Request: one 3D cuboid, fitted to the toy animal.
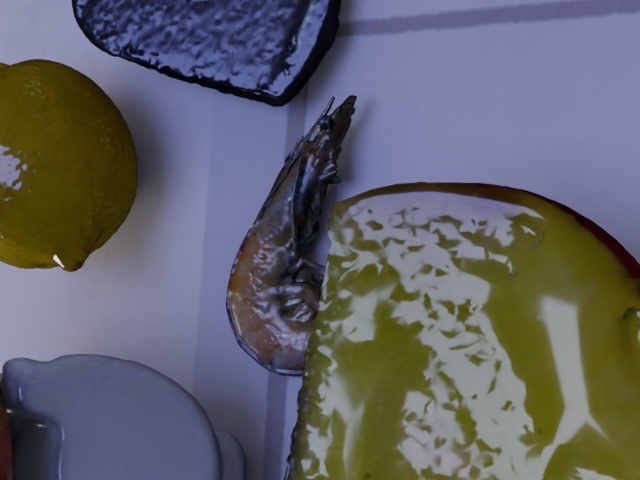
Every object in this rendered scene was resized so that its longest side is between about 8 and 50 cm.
[{"bbox_3d":[-0.239,0.219,1.237,0.367,0.241,0.196,-20,65,48],"label":"toy animal"}]

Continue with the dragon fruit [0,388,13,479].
[{"bbox_3d":[-0.387,0.183,1.081,0.290,0.189,0.291,-16,69,49],"label":"dragon fruit"}]

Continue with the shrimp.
[{"bbox_3d":[0.001,0.000,1.175,0.143,0.052,0.251,25,107,25],"label":"shrimp"}]

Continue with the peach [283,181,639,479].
[{"bbox_3d":[0.125,0.170,0.947,0.306,0.242,0.380,0,71,15],"label":"peach"}]

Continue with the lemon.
[{"bbox_3d":[-0.265,-0.073,1.291,0.187,0.187,0.244,-45,57,24],"label":"lemon"}]

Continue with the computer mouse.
[{"bbox_3d":[-0.104,-0.224,1.253,0.295,0.087,0.168,22,92,23],"label":"computer mouse"}]
